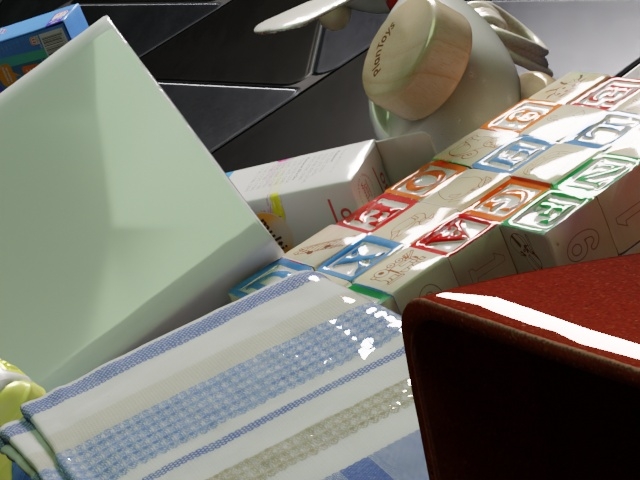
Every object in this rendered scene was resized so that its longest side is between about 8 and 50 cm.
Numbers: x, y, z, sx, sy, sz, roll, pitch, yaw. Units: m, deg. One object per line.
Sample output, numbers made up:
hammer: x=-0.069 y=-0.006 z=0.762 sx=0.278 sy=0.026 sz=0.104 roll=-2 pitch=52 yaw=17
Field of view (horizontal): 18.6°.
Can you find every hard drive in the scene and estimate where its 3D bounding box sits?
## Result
hard drive: x=-0.223 y=0.035 z=1.277 sx=0.353 sy=0.047 sz=0.233 roll=-37 pitch=57 yaw=0

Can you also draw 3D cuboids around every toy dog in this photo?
toy dog: x=0.059 y=-0.114 z=1.448 sx=0.161 sy=0.220 sz=0.333 roll=-52 pitch=10 yaw=12

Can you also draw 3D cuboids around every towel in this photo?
towel: x=-0.029 y=0.100 z=0.956 sx=0.209 sy=0.034 sz=0.285 roll=-27 pitch=24 yaw=-17

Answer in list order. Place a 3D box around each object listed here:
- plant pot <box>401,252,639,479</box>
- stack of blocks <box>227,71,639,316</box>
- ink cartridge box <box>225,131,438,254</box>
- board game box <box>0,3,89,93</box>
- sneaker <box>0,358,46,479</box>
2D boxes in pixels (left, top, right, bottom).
plant pot: x=0.215 y=0.126 z=0.640 sx=0.236 sy=0.267 sz=0.267 roll=-20 pitch=19 yaw=-28
stack of blocks: x=0.115 y=0.007 z=1.201 sx=0.297 sy=0.087 sz=0.171 roll=-33 pitch=24 yaw=-23
ink cartridge box: x=0.000 y=0.000 z=1.305 sx=0.181 sy=0.104 sz=0.061 roll=-12 pitch=25 yaw=26
board game box: x=-0.280 y=-0.105 z=1.745 sx=0.210 sy=0.160 sz=0.047 roll=-14 pitch=23 yaw=19
sneaker: x=-0.212 y=0.190 z=1.121 sx=0.240 sy=0.126 sz=0.091 roll=-56 pitch=33 yaw=-2
